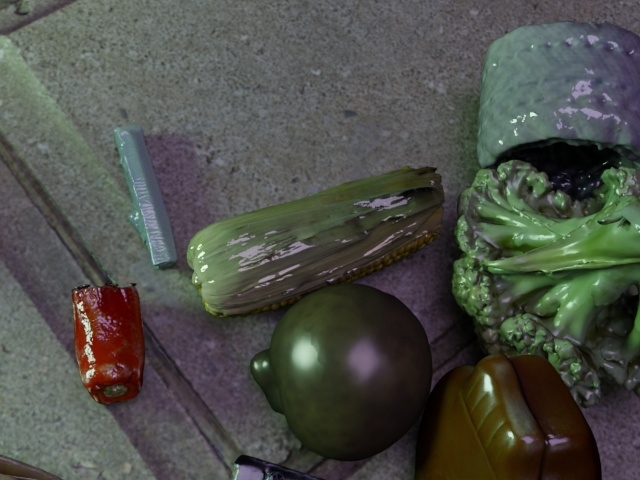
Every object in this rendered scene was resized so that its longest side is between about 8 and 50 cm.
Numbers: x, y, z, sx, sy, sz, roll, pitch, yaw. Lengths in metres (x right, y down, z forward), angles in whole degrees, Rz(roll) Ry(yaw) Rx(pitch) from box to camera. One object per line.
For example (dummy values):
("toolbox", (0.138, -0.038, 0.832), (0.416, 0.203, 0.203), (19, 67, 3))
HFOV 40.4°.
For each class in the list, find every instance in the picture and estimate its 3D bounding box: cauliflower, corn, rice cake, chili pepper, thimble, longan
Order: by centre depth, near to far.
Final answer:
("longan", (0.019, 0.138, 0.920), (0.204, 0.159, 0.185), (-4, 79, 25))
("chili pepper", (-0.226, 0.110, 0.922), (0.070, 0.073, 0.123), (-21, 67, 25))
("cauliflower", (0.302, 0.034, 0.960), (0.327, 0.281, 0.260), (47, 39, -2))
("corn", (-0.001, -0.004, 0.983), (0.305, 0.123, 0.122), (-21, 73, -20))
("rice cake", (-0.206, -0.051, 1.006), (0.042, 0.030, 0.180), (-12, 72, -22))
("thimble", (0.312, -0.146, 1.063), (0.245, 0.217, 0.157), (16, 70, -23))

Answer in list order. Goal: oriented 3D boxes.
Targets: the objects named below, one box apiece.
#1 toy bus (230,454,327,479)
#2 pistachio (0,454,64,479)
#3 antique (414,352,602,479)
("toy bus", (-0.016, 0.282, 0.907), (0.172, 0.057, 0.072), (19, 75, -4))
("pistachio", (-0.319, 0.269, 0.812), (0.223, 0.126, 0.152), (7, 102, -15))
("antique", (0.182, 0.232, 0.859), (0.129, 0.278, 0.223), (-1, 39, -15))
